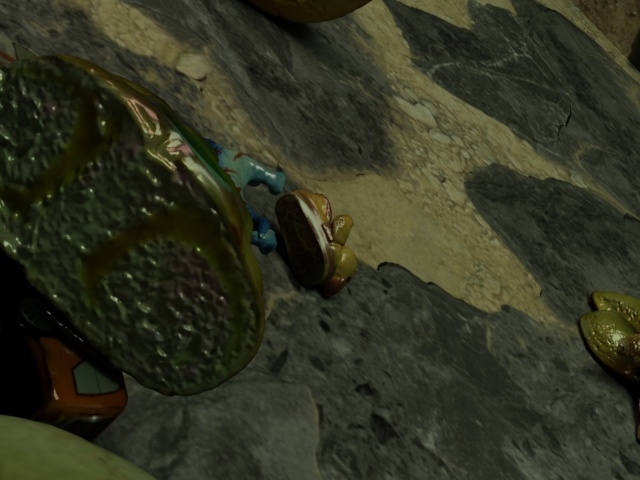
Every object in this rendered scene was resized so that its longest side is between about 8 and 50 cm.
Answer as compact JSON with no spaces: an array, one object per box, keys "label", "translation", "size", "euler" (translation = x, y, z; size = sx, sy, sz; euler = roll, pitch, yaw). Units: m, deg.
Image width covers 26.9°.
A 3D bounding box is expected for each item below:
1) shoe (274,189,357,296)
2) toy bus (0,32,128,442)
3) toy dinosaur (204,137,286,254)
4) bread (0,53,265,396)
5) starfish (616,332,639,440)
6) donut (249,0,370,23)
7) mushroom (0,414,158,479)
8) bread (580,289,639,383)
[{"label":"shoe","translation":[0.001,-0.003,1.375],"size":[0.109,0.072,0.069],"euler":[51,32,14]},{"label":"toy bus","translation":[-0.238,-0.008,1.028],"size":[0.092,0.093,0.408],"euler":[22,35,-41]},{"label":"toy dinosaur","translation":[-0.096,-0.055,1.252],"size":[0.144,0.076,0.329],"euler":[24,11,-45]},{"label":"bread","translation":[-0.132,-0.031,0.943],"size":[0.260,0.158,0.156],"euler":[47,19,-14]},{"label":"starfish","translation":[0.464,0.153,1.714],"size":[0.277,0.062,0.235],"euler":[-34,102,-29]},{"label":"donut","translation":[-0.044,-0.365,1.769],"size":[0.259,0.152,0.101],"euler":[26,46,-21]},{"label":"mushroom","translation":[-0.178,0.235,0.574],"size":[0.352,0.260,0.352],"euler":[10,47,-11]},{"label":"bread","translation":[0.409,0.120,1.784],"size":[0.149,0.065,0.187],"euler":[23,35,-26]}]
